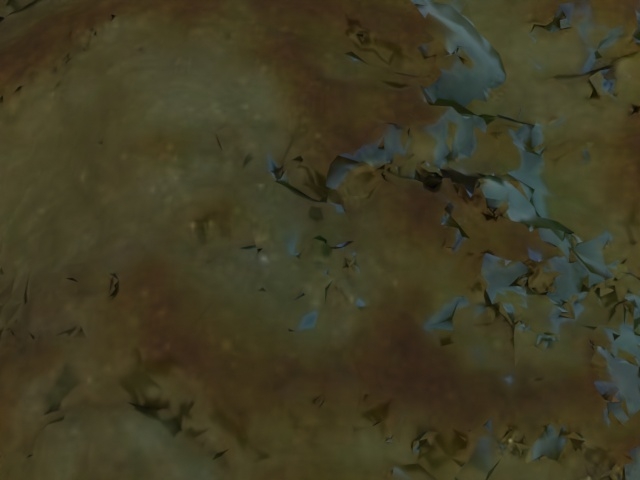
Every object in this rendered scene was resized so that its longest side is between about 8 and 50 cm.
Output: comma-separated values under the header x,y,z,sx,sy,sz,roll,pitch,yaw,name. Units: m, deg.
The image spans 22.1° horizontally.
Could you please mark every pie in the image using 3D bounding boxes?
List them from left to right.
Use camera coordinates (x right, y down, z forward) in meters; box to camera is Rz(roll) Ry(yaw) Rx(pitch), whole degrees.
x,y,z,sx,sy,sz,roll,pitch,yaw,name
-0.009,0.020,0.505,0.395,0.180,0.418,-11,-127,0,pie
